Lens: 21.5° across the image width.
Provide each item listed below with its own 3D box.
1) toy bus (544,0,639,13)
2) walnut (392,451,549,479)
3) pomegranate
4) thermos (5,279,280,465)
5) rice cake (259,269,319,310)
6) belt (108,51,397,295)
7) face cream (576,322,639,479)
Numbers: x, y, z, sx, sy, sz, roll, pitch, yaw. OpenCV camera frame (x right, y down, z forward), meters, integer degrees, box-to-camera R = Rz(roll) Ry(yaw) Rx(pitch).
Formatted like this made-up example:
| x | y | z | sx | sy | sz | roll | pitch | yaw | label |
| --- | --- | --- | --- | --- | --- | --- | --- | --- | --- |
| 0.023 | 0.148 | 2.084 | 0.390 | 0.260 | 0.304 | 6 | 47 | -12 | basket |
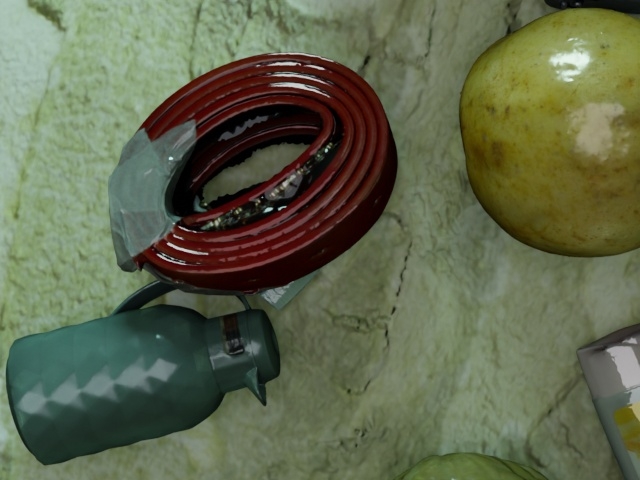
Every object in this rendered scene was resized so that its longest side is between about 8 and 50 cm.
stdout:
| x | y | z | sx | sy | sz | roll | pitch | yaw | label |
| --- | --- | --- | --- | --- | --- | --- | --- | --- | --- |
| 0.341 | -0.301 | 1.758 | 0.209 | 0.126 | 0.136 | 5 | 84 | 7 | toy bus |
| 0.175 | 0.350 | 1.748 | 0.282 | 0.227 | 0.283 | 11 | 59 | -20 | walnut |
| 0.268 | -0.106 | 1.715 | 0.260 | 0.260 | 0.261 | 0 | 92 | 7 | pomegranate |
| -0.188 | 0.131 | 1.835 | 0.286 | 0.145 | 0.182 | -15 | 56 | 5 | thermos |
| 0.000 | 0.000 | 1.853 | 0.042 | 0.030 | 0.180 | 41 | 96 | 0 | rice cake |
| -0.077 | -0.066 | 1.794 | 0.323 | 0.115 | 0.227 | -25 | 72 | 0 | belt |
| 0.365 | 0.222 | 1.796 | 0.107 | 0.073 | 0.269 | -20 | 88 | -1 | face cream |
